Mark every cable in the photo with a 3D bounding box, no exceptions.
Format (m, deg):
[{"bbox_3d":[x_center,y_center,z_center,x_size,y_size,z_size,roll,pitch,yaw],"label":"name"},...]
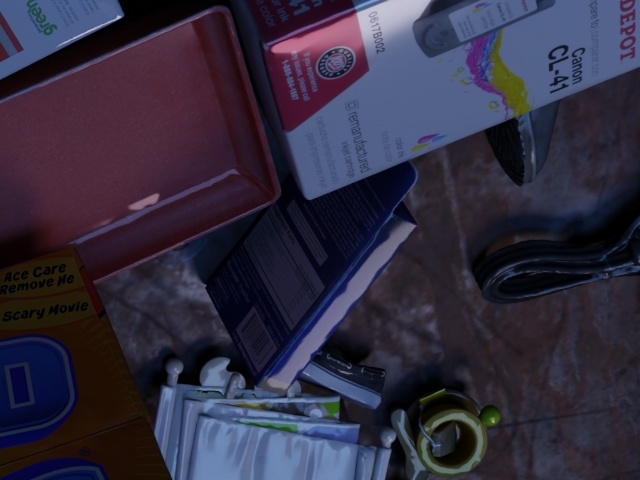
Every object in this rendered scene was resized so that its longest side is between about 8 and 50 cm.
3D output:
[{"bbox_3d":[0.281,0.001,1.779,0.287,0.072,0.139,-15,150,1],"label":"cable"}]

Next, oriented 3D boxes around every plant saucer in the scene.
[{"bbox_3d":[-0.173,-0.064,1.450,0.259,0.047,0.258,-25,148,-7],"label":"plant saucer"}]

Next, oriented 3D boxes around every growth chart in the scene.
[{"bbox_3d":[-0.045,0.201,1.701,0.237,0.021,0.172,17,91,-17],"label":"growth chart"}]

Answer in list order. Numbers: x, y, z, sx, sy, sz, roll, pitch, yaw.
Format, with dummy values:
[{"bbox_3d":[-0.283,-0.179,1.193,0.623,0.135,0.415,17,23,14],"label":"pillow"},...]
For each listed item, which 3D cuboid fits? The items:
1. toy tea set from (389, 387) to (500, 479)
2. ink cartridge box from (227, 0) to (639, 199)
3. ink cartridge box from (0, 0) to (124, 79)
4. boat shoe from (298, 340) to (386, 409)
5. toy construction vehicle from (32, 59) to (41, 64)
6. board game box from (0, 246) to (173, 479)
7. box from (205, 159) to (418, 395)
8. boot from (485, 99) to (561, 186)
[{"bbox_3d":[0.045,0.288,1.789,0.336,0.124,0.200,-25,106,-4],"label":"toy tea set"},{"bbox_3d":[0.091,-0.183,1.412,0.306,0.131,0.226,-21,150,-3],"label":"ink cartridge box"},{"bbox_3d":[-0.318,-0.223,1.219,0.272,0.130,0.309,-27,134,-1],"label":"ink cartridge box"},{"bbox_3d":[0.002,0.111,1.722,0.142,0.049,0.040,29,76,-36],"label":"boat shoe"},{"bbox_3d":[-0.225,-0.102,1.438,0.098,0.035,0.086,-31,145,4],"label":"toy construction vehicle"},{"bbox_3d":[-0.284,0.291,1.469,0.356,0.356,0.356,-18,142,-13],"label":"board game box"},{"bbox_3d":[0.000,0.000,1.559,0.036,0.136,0.225,21,115,-37],"label":"box"},{"bbox_3d":[0.239,-0.153,1.609,0.209,0.076,0.189,-23,136,-17],"label":"boot"}]
